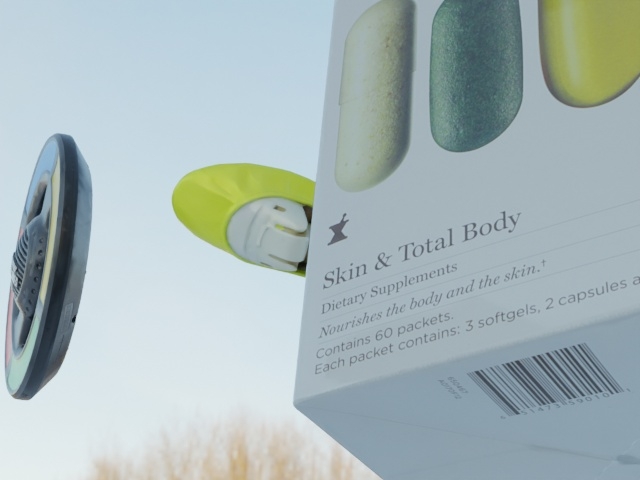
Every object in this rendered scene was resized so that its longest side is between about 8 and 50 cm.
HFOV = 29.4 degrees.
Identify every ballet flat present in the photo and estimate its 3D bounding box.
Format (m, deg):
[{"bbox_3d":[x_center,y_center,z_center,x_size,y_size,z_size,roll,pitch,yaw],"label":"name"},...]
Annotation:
[{"bbox_3d":[0.000,0.000,0.933,0.231,0.077,0.077,17,-68,-15],"label":"ballet flat"}]

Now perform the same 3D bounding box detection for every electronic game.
[{"bbox_3d":[-0.239,0.022,1.040,0.048,0.229,0.229,9,-21,-21],"label":"electronic game"}]

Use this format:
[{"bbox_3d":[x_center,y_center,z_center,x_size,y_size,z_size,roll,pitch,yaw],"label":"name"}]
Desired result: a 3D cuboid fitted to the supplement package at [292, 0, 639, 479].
[{"bbox_3d":[0.129,-0.013,0.576,0.199,0.262,0.198,-19,-44,28],"label":"supplement package"}]
